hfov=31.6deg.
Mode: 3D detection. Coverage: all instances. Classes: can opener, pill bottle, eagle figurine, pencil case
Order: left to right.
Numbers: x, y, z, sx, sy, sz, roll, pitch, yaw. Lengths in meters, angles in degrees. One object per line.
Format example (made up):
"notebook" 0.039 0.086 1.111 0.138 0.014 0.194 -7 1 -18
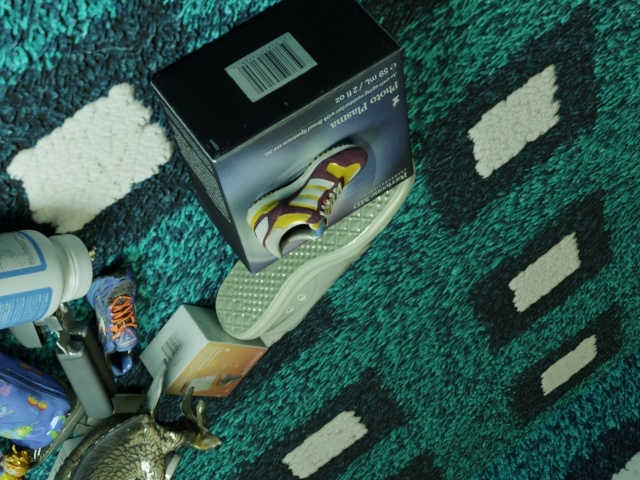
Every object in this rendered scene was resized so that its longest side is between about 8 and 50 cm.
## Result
"pencil case" -0.473 0.212 1.634 0.133 0.119 0.306 -1 157 18
"pill bottle" -0.415 0.053 1.482 0.221 0.124 0.124 -11 140 -46
"can opener" -0.387 0.160 1.687 0.095 0.076 0.283 -7 133 7
"eagle figurine" -0.308 0.351 1.780 0.298 0.225 0.226 -18 133 -17

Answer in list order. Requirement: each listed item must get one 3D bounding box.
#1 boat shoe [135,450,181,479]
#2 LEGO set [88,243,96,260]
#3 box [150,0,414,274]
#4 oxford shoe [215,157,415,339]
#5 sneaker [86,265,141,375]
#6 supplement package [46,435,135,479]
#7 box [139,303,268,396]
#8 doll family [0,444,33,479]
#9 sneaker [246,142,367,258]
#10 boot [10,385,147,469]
"boat shoe" -0.360 0.497 2.204 0.335 0.095 0.112 -62 179 40
"LEGO set" -0.356 0.029 1.623 0.083 0.023 0.054 -26 147 -22
"box" -0.039 -0.152 1.578 0.296 0.183 0.294 -32 151 -11
"oxford shoe" 0.000 0.000 1.845 0.130 0.169 0.449 7 134 -48
"sneaker" -0.308 0.124 1.741 0.083 0.087 0.221 -23 146 -28
"supplement package" -0.417 0.441 2.026 0.105 0.105 0.179 -7 137 -42
"box" -0.199 0.192 1.950 0.130 0.091 0.170 -50 148 17
"doll family" -0.524 0.351 1.740 0.263 0.163 0.118 92 12 -49
"sneaker" -0.003 -0.049 1.489 0.185 0.084 0.069 -36 150 -1
"boot" -0.403 0.322 1.933 0.189 0.076 0.208 -44 157 11
